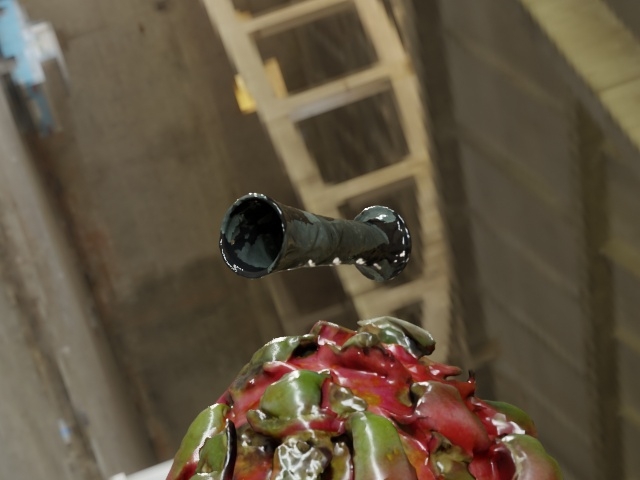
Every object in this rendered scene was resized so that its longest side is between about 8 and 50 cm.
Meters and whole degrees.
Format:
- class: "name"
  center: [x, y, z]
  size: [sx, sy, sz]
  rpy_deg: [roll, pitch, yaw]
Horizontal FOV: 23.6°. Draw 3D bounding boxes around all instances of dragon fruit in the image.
- class: "dragon fruit"
  center: [0.015, 0.187, 0.853]
  size: [0.237, 0.231, 0.303]
  rpy_deg: [119, -4, -48]

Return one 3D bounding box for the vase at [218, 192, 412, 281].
- class: "vase"
  center: [0.000, 0.000, 1.102]
  size: [0.167, 0.059, 0.059]
  rpy_deg: [4, 60, -55]
